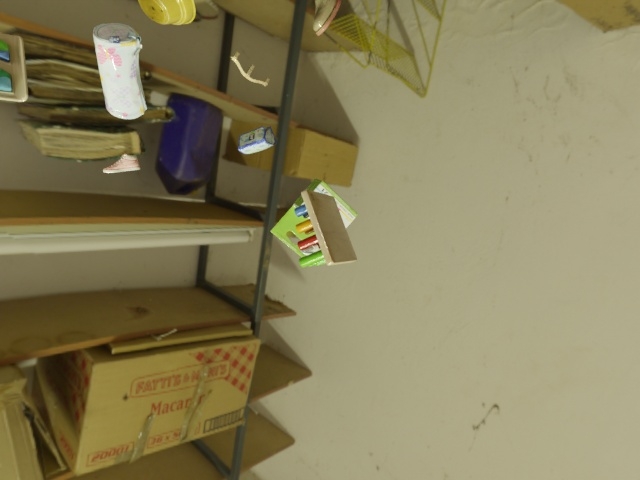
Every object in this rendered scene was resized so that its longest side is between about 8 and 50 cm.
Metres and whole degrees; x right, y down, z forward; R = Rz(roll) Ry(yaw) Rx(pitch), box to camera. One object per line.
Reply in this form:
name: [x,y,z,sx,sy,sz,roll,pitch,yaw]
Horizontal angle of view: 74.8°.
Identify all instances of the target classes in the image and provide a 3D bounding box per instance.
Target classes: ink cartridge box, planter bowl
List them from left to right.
planter bowl: [-0.535,-0.794,1.392,0.217,0.090,0.217,24,158,10]
ink cartridge box: [-0.023,-0.064,1.509,0.189,0.255,0.097,41,180,-21]

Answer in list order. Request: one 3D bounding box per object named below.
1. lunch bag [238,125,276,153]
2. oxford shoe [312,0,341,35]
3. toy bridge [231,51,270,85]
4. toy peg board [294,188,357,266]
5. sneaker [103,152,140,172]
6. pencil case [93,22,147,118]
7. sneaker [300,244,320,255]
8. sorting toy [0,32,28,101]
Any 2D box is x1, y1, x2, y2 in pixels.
lunch bag: [-0.272,-0.422,1.781,0.128,0.096,0.151,-16,-157,16]
oxford shoe: [0.002,-0.918,1.548,0.130,0.348,0.123,22,156,-31]
toy bridge: [-0.312,-0.740,1.833,0.188,0.063,0.026,33,157,-27]
toy peg board: [-0.005,-0.015,0.915,0.079,0.161,0.161,-23,171,20]
sneaker: [-0.784,-0.305,1.641,0.134,0.070,0.051,-14,-161,-28]
pencil case: [-0.599,-0.505,1.264,0.124,0.273,0.113,-8,-125,-24]
sneaker: [0.000,0.000,1.206,0.135,0.058,0.052,-19,-114,-31]
sorting toy: [-0.915,-0.480,1.120,0.208,0.193,0.038,-5,176,-35]
